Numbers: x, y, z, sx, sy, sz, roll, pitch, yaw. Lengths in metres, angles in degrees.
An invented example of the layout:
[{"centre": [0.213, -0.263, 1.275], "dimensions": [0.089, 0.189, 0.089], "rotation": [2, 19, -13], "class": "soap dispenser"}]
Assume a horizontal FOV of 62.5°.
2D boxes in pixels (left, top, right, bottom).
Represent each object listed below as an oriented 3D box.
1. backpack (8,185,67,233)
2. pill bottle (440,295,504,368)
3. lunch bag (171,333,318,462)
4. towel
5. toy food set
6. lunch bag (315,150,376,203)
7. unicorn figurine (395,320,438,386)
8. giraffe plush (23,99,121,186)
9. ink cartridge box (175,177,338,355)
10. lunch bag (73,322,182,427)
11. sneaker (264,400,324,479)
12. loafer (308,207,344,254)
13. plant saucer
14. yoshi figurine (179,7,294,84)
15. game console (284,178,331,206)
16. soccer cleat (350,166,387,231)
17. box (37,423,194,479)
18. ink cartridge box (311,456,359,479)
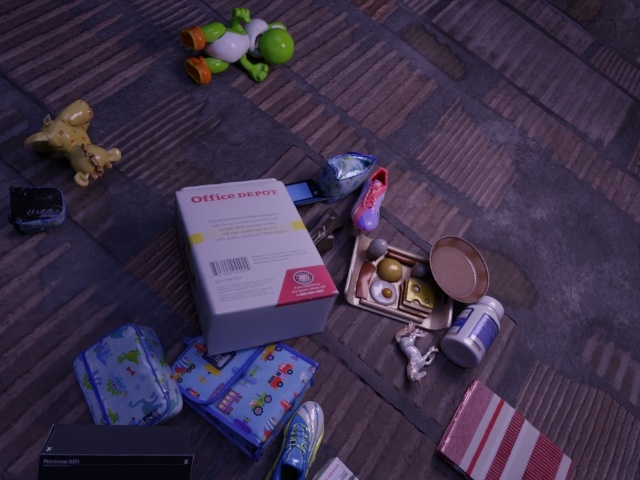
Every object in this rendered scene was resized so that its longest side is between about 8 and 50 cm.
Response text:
[{"centre": [-0.661, -0.073, 1.243], "dimensions": [0.114, 0.084, 0.105], "rotation": [-7, 66, -16], "class": "backpack"}, {"centre": [0.414, 0.239, 1.416], "dimensions": [0.112, 0.112, 0.187], "rotation": [42, 58, 7], "class": "pill bottle"}, {"centre": [-0.189, 0.305, 1.190], "dimensions": [0.293, 0.138, 0.221], "rotation": [31, 56, 15], "class": "lunch bag"}, {"centre": [0.465, 0.539, 1.318], "dimensions": [0.329, 0.037, 0.237], "rotation": [41, 56, 4], "class": "towel"}, {"centre": [0.222, 0.098, 1.440], "dimensions": [0.306, 0.092, 0.219], "rotation": [19, 58, -8], "class": "toy food set"}, {"centre": [0.078, -0.187, 1.526], "dimensions": [0.151, 0.129, 0.096], "rotation": [-17, 70, -25], "class": "lunch bag"}, {"centre": [0.250, 0.298, 1.368], "dimensions": [0.111, 0.060, 0.162], "rotation": [-25, 58, -22], "class": "unicorn figurine"}, {"centre": [-0.599, -0.230, 1.313], "dimensions": [0.181, 0.210, 0.170], "rotation": [-43, 107, -1], "class": "giraffe plush"}, {"centre": [-0.168, 0.045, 1.245], "dimensions": [0.279, 0.160, 0.384], "rotation": [-8, 49, -22], "class": "ink cartridge box"}, {"centre": [-0.402, 0.299, 1.097], "dimensions": [0.176, 0.090, 0.219], "rotation": [-30, 72, 4], "class": "lunch bag"}, {"centre": [-0.043, 0.455, 1.138], "dimensions": [0.091, 0.126, 0.240], "rotation": [26, 58, -4], "class": "sneaker"}, {"centre": [0.000, 0.000, 1.426], "dimensions": [0.078, 0.080, 0.220], "rotation": [35, 57, 3], "class": "loafer"}, {"centre": [0.376, 0.083, 1.460], "dimensions": [0.199, 0.036, 0.198], "rotation": [12, 61, -22], "class": "plant saucer"}, {"centre": [-0.227, -0.596, 1.622], "dimensions": [0.362, 0.203, 0.203], "rotation": [-27, 90, -31], "class": "yoshi figurine"}, {"centre": [-0.048, -0.135, 1.489], "dimensions": [0.122, 0.071, 0.107], "rotation": [-14, 68, -25], "class": "game console"}, {"centre": [0.144, -0.117, 1.490], "dimensions": [0.083, 0.095, 0.248], "rotation": [21, 37, 2], "class": "soccer cleat"}, {"centre": [-0.380, 0.452, 0.992], "dimensions": [0.261, 0.103, 0.184], "rotation": [7, 104, -15], "class": "box"}, {"centre": [0.044, 0.560, 1.152], "dimensions": [0.135, 0.056, 0.099], "rotation": [44, 59, 7], "class": "ink cartridge box"}]
